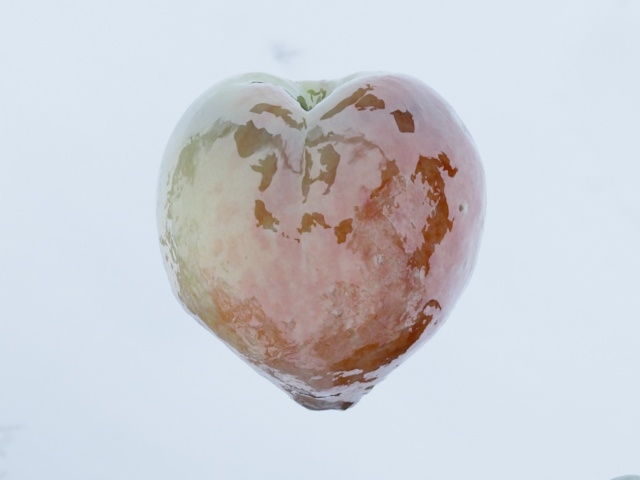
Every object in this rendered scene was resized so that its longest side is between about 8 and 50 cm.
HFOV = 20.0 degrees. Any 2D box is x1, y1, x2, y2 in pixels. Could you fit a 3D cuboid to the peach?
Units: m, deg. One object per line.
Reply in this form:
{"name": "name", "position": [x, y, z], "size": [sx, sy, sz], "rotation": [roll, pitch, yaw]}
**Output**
{"name": "peach", "position": [0.000, 0.000, 1.191], "size": [0.232, 0.232, 0.232], "rotation": [22, 134, 25]}

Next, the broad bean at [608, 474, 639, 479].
{"name": "broad bean", "position": [0.156, 0.227, 1.244], "size": [0.100, 0.228, 0.169], "rotation": [61, 146, 7]}
